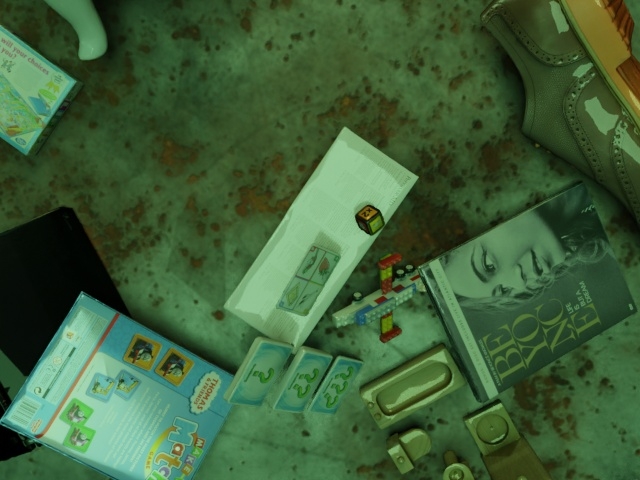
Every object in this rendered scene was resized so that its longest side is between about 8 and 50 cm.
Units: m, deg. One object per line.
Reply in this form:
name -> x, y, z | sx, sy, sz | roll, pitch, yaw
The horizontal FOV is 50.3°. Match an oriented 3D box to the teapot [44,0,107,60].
teapot -> -0.211, -0.361, 0.672 | 0.256, 0.187, 0.252 | -27, 68, 21

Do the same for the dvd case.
dvd case -> 0.233, 0.054, 0.752 | 0.221, 0.018, 0.164 | -26, 96, -13

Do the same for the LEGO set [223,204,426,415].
LEGO set -> 0.029, 0.088, 0.727 | 0.182, 0.060, 0.244 | 24, 98, -46

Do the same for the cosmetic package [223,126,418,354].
cosmetic package -> 0.000, 0.000, 0.764 | 0.099, 0.060, 0.239 | 35, 97, -1

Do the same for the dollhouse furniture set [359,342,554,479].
dollhouse furniture set -> 0.143, 0.213, 0.753 | 0.144, 0.123, 0.151 | -29, 95, 5

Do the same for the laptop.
laptop -> -0.371, 0.124, 0.813 | 0.264, 0.136, 0.234 | -24, 95, 30

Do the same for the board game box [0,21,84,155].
board game box -> -0.362, -0.182, 0.769 | 0.154, 0.026, 0.103 | 37, 96, -3

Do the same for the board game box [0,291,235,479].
board game box -> -0.214, 0.178, 0.763 | 0.212, 0.039, 0.160 | 32, 77, -11

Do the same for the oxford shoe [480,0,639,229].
oxford shoe -> 0.300, -0.121, 0.732 | 0.133, 0.130, 0.363 | -22, 105, 37
